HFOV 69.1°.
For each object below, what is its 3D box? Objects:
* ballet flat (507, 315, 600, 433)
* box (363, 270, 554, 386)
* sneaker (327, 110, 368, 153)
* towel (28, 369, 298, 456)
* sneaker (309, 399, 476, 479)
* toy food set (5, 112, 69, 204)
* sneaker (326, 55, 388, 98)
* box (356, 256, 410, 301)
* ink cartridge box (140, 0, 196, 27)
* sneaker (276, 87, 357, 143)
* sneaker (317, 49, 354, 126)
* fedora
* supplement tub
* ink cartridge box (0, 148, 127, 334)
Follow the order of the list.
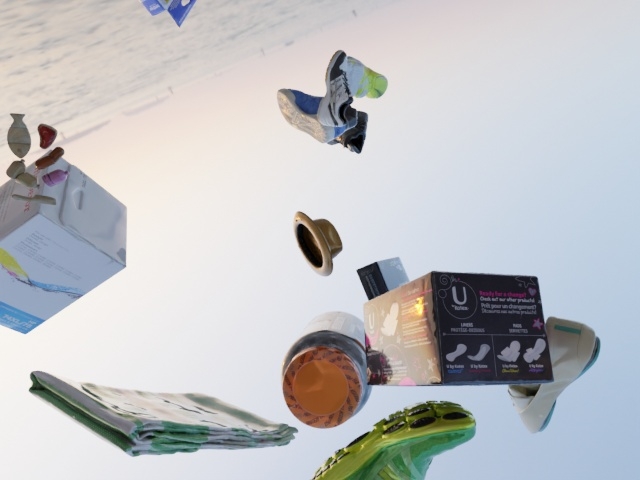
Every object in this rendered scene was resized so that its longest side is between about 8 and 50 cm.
[{"bbox_3d":[0.325,0.203,0.696,0.086,0.248,0.086,2,-139,-2],"label":"ballet flat"},{"bbox_3d":[0.181,0.138,0.680,0.163,0.142,0.247,3,163,-15],"label":"box"},{"bbox_3d":[0.083,-0.359,1.646,0.087,0.130,0.227,11,166,-35],"label":"sneaker"},{"bbox_3d":[-0.212,0.247,0.672,0.247,0.325,0.038,7,-105,33],"label":"towel"},{"bbox_3d":[0.115,0.345,0.709,0.295,0.123,0.109,-38,174,15],"label":"sneaker"},{"bbox_3d":[-0.396,-0.113,0.656,0.077,0.122,0.019,9,-159,-25],"label":"toy food set"},{"bbox_3d":[0.071,-0.436,1.225,0.126,0.091,0.240,44,-154,29],"label":"sneaker"},{"bbox_3d":[0.181,0.138,1.156,0.059,0.183,0.232,-25,171,23],"label":"box"},{"bbox_3d":[-0.419,-0.681,1.098,0.065,0.311,0.186,-6,-125,32],"label":"ink cartridge box"},{"bbox_3d":[-0.002,-0.216,0.761,0.084,0.058,0.152,-29,-132,-23],"label":"sneaker"},{"bbox_3d":[0.024,-0.170,0.527,0.037,0.083,0.032,20,-157,23],"label":"sneaker"},{"bbox_3d":[0.000,0.000,1.227,0.079,0.194,0.194,-24,-158,-22],"label":"fedora"},{"bbox_3d":[0.023,0.274,1.023,0.193,0.194,0.316,-19,180,9],"label":"supplement tub"},{"bbox_3d":[-0.550,0.006,0.906,0.270,0.197,0.198,-32,-134,10],"label":"ink cartridge box"}]
